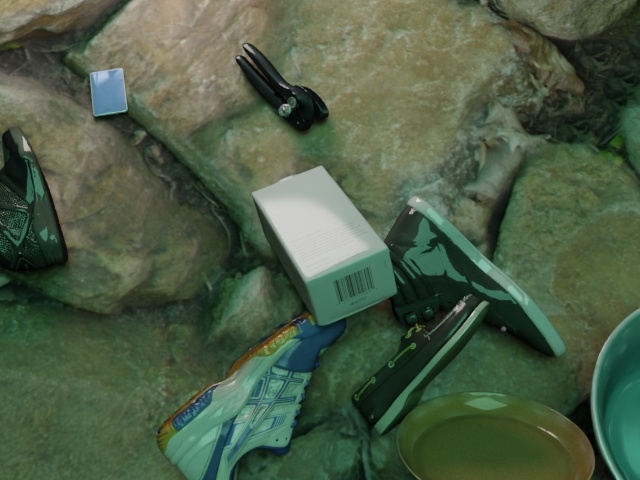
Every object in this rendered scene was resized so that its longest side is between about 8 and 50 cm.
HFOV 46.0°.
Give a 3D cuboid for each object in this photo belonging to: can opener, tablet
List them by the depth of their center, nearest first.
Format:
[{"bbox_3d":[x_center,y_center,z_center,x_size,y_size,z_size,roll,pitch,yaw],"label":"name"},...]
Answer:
[{"bbox_3d":[-0.071,-0.242,1.194,0.186,0.073,0.059,42,112,18],"label":"can opener"},{"bbox_3d":[-0.339,-0.237,1.203,0.054,0.006,0.083,-10,68,-5],"label":"tablet"}]

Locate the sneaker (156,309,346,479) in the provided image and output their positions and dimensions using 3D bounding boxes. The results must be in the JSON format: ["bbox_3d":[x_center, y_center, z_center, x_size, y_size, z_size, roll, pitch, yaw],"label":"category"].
[{"bbox_3d":[-0.066,0.207,0.992,0.296,0.112,0.131,-39,92,-14],"label":"sneaker"}]

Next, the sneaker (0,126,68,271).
[{"bbox_3d":[-0.454,-0.057,1.084,0.130,0.087,0.227,-15,74,-14],"label":"sneaker"}]

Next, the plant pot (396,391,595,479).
[{"bbox_3d":[0.212,0.262,0.929,0.236,0.236,0.032,-3,112,-3],"label":"plant pot"}]

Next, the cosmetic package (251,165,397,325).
[{"bbox_3d":[0.000,0.000,1.021,0.117,0.085,0.231,-21,38,-9],"label":"cosmetic package"}]

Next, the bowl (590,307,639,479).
[{"bbox_3d":[0.473,0.236,0.940,0.312,0.163,0.311,-1,66,2],"label":"bowl"}]

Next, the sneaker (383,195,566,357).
[{"bbox_3d":[0.190,0.089,1.043,0.296,0.104,0.147,43,90,5],"label":"sneaker"}]

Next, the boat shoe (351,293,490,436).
[{"bbox_3d":[0.127,0.151,0.978,0.069,0.081,0.227,43,104,23],"label":"boat shoe"}]
